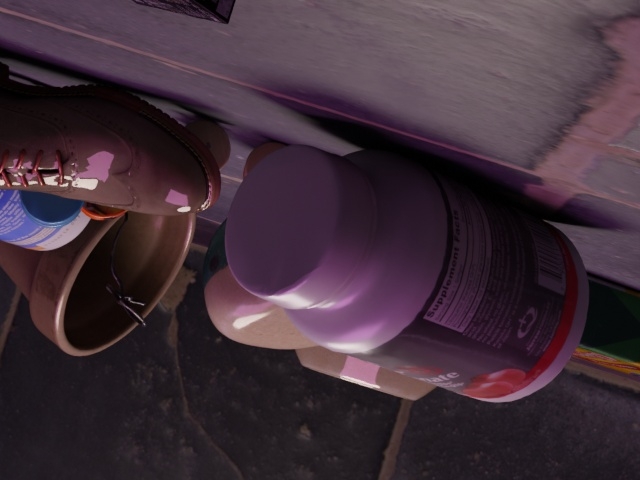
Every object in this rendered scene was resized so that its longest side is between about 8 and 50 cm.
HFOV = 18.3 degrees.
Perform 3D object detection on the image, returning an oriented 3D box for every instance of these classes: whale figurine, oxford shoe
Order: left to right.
[{"bbox_3d":[-0.262,-0.076,1.840,0.348,0.123,0.130,15,-142,20],"label":"oxford shoe"},{"bbox_3d":[0.000,0.000,1.942,0.216,0.141,0.272,11,145,-38],"label":"whale figurine"}]

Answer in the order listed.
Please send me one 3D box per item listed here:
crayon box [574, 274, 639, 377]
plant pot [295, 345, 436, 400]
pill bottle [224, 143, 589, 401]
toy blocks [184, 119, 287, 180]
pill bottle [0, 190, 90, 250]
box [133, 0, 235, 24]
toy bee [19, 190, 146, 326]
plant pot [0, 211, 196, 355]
[{"bbox_3d":[0.367,0.111,2.286,0.318,0.081,0.202,18,175,-18],"label":"crayon box"},{"bbox_3d":[0.068,0.064,2.156,0.284,0.191,0.284,18,176,1],"label":"plant pot"},{"bbox_3d":[0.073,0.024,1.710,0.176,0.176,0.318,13,174,46],"label":"pill bottle"},{"bbox_3d":[-0.084,-0.073,1.921,0.123,0.054,0.148,18,176,-5],"label":"toy blocks"},{"bbox_3d":[-0.392,-0.087,2.295,0.152,0.152,0.272,15,176,34],"label":"pill bottle"},{"bbox_3d":[-0.097,-0.154,1.178,0.067,0.018,0.083,16,175,24],"label":"box"},{"bbox_3d":[-0.256,-0.075,2.170,0.298,0.162,0.195,47,171,-25],"label":"toy bee"},{"bbox_3d":[-0.328,-0.017,2.557,0.229,0.263,0.263,33,-178,21],"label":"plant pot"}]
